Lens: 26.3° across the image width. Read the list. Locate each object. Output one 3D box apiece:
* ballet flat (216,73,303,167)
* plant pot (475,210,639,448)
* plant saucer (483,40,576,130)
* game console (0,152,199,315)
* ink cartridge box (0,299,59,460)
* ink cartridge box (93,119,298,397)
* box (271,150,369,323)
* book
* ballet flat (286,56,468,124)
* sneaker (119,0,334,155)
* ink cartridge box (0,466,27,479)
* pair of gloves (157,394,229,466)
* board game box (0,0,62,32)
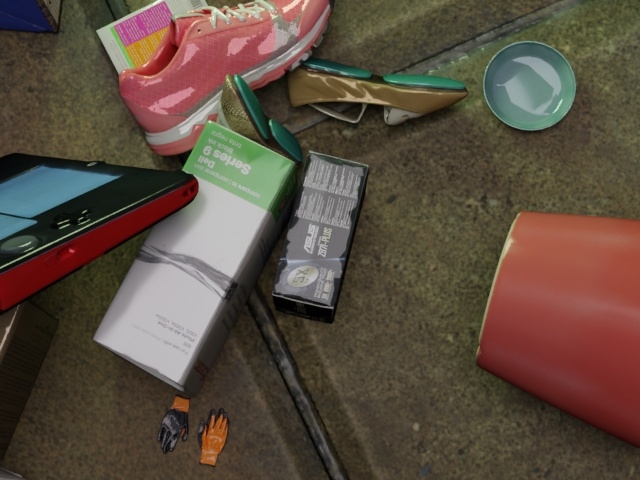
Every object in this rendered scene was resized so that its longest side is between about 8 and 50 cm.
[{"bbox_3d":[-0.087,-0.132,1.673,0.067,0.206,0.073,-22,59,13],"label":"ballet flat"},{"bbox_3d":[0.324,0.090,1.608,0.243,0.275,0.275,16,80,11],"label":"plant pot"},{"bbox_3d":[0.268,-0.197,1.768,0.119,0.021,0.119,0,80,0],"label":"plant saucer"},{"bbox_3d":[-0.373,-0.017,1.529,0.342,0.386,0.060,-34,119,-35],"label":"game console"},{"bbox_3d":[-0.395,0.153,1.597,0.088,0.235,0.193,20,80,3],"label":"ink cartridge box"},{"bbox_3d":[-0.141,0.030,1.631,0.121,0.211,0.289,27,81,4],"label":"ink cartridge box"},{"bbox_3d":[0.000,0.000,1.669,0.077,0.147,0.180,14,81,2],"label":"box"},{"bbox_3d":[-0.205,-0.262,1.776,0.144,0.035,0.096,-27,79,-6],"label":"book"},{"bbox_3d":[0.070,-0.184,1.751,0.232,0.080,0.073,10,108,4],"label":"ballet flat"},{"bbox_3d":[-0.116,-0.245,1.703,0.314,0.116,0.136,-42,119,-7],"label":"sneaker"},{"bbox_3d":[-0.457,0.279,1.574,0.148,0.203,0.086,18,81,23],"label":"ink cartridge box"},{"bbox_3d":[-0.157,0.235,1.696,0.083,0.010,0.074,17,80,4],"label":"pair of gloves"},{"bbox_3d":[-0.398,-0.435,1.706,0.141,0.232,0.291,5,79,1],"label":"board game box"}]
